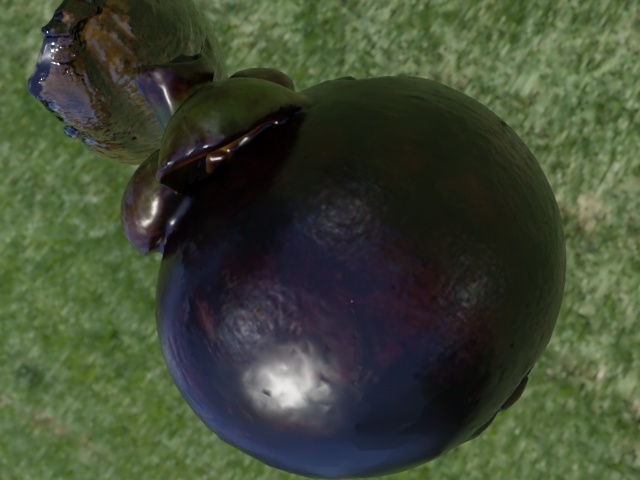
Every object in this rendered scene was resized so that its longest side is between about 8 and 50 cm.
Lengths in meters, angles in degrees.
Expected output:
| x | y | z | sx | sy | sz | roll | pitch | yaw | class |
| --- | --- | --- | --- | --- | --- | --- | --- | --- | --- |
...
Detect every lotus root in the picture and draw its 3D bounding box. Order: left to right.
| x | y | z | sx | sy | sz | roll | pitch | yaw | class |
| --- | --- | --- | --- | --- | --- | --- | --- | --- | --- |
| -0.137 | -0.137 | 1.049 | 0.078 | 0.167 | 0.329 | 31 | 180 | 9 | lotus root |

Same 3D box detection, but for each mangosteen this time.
| x | y | z | sx | sy | sz | roll | pitch | yaw | class |
| --- | --- | --- | --- | --- | --- | --- | --- | --- | --- |
| 0.000 | 0.000 | 0.688 | 0.265 | 0.228 | 0.228 | 43 | 152 | -3 | mangosteen |
